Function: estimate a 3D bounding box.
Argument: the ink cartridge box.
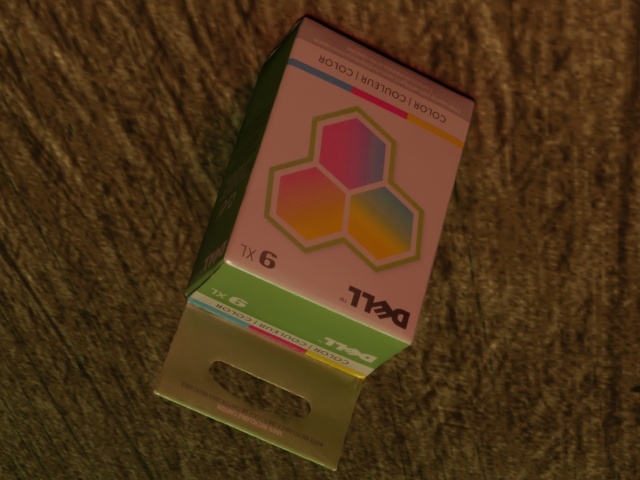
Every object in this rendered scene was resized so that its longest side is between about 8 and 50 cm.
[{"bbox_3d":[0.000,0.000,0.989,0.109,0.209,0.062,25,152,-15],"label":"ink cartridge box"}]
